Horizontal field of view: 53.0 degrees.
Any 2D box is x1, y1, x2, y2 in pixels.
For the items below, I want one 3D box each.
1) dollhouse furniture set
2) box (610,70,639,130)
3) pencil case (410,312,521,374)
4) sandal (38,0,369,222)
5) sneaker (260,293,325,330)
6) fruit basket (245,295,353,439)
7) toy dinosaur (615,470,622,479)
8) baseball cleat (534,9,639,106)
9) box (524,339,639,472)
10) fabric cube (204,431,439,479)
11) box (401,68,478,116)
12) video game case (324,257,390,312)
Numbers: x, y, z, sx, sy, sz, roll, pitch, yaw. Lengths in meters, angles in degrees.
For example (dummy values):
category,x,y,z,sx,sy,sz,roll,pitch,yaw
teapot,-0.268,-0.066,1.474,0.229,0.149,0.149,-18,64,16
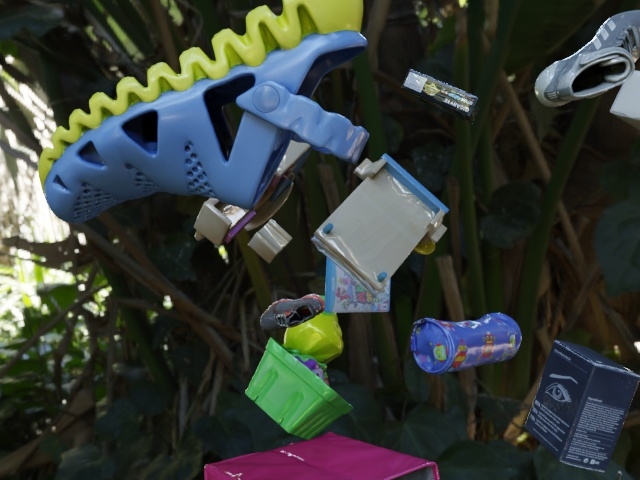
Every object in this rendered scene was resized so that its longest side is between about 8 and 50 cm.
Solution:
category,x,y,z,sx,sy,sz,roll,pitch,yaw
dollhouse furniture set,0.000,0.000,1.020,0.286,0.303,0.198,-49,-2,-32
box,0.725,-0.250,1.313,0.275,0.094,0.113,15,13,-37
pencil case,0.328,0.230,1.464,0.306,0.119,0.133,3,3,-43
sandal,-0.088,-0.084,0.535,0.317,0.138,0.126,-25,3,12
sneaker,-0.068,0.156,1.341,0.158,0.061,0.065,-25,9,26
fruit basket,-0.019,0.360,1.860,0.283,0.392,0.392,37,29,21
toy dinosaur,0.544,0.559,1.266,0.064,0.268,0.118,7,6,-8
baseball cleat,0.368,-0.227,0.803,0.206,0.072,0.109,-38,20,-13
box,0.519,0.326,1.290,0.108,0.207,0.153,16,7,-12
fabric cube,0.004,0.453,0.946,0.259,0.254,0.258,-4,-2,-36
box,0.300,-0.350,1.572,0.175,0.051,0.220,27,12,11
video game case,0.081,0.091,1.346,0.166,0.119,0.015,4,-2,-36
